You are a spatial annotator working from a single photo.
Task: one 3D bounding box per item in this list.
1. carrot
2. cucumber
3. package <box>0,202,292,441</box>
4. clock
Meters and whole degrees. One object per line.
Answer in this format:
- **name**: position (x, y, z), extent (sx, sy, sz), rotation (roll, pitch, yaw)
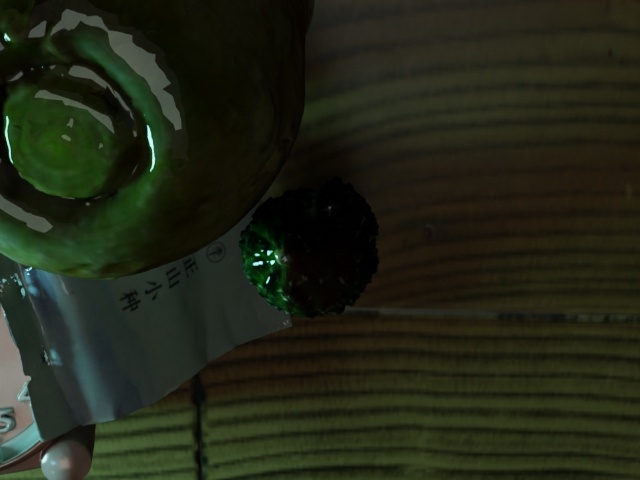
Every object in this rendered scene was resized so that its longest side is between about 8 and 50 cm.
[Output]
- **carrot**: position (-0.118, -0.124, 0.547), extent (0.224, 0.340, 0.224), rotation (1, 118, 1)
- **cucumber**: position (0.000, 0.000, 0.597), extent (0.096, 0.359, 0.096), rotation (0, 90, 0)
- **package**: position (-0.155, 0.034, 0.720), extent (0.251, 0.062, 0.203), rotation (-23, 113, -30)
- **clock**: position (-0.323, 0.095, 0.756), extent (0.227, 0.142, 0.241), rotation (-3, 106, -12)
